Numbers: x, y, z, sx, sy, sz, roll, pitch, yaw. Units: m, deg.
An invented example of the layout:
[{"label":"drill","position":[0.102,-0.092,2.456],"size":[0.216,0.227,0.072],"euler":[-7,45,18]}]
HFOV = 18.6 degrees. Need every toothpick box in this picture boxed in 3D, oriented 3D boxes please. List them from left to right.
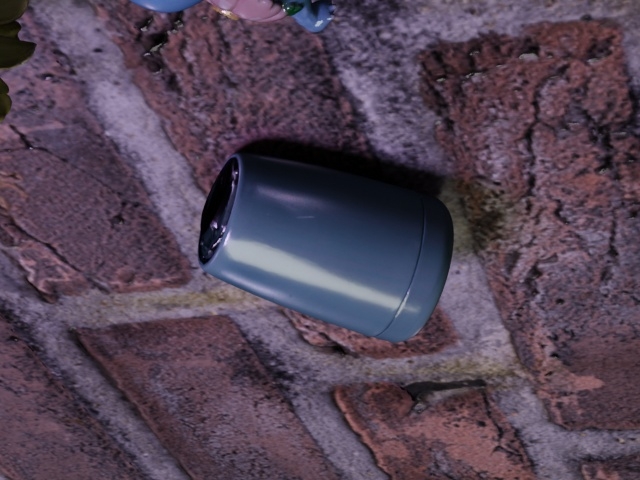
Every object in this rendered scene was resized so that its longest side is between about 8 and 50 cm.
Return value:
[{"label":"toothpick box","position":[0.000,0.000,1.514],"size":[0.184,0.120,0.120],"euler":[18,147,-16]}]

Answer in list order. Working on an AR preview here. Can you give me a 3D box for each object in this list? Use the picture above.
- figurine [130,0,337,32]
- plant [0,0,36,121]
[{"label":"figurine","position":[-0.052,-0.198,1.205],"size":[0.178,0.114,0.144],"euler":[17,131,-43]},{"label":"plant","position":[-0.365,-0.163,1.255],"size":[0.306,0.297,0.261],"euler":[-28,-165,-31]}]
